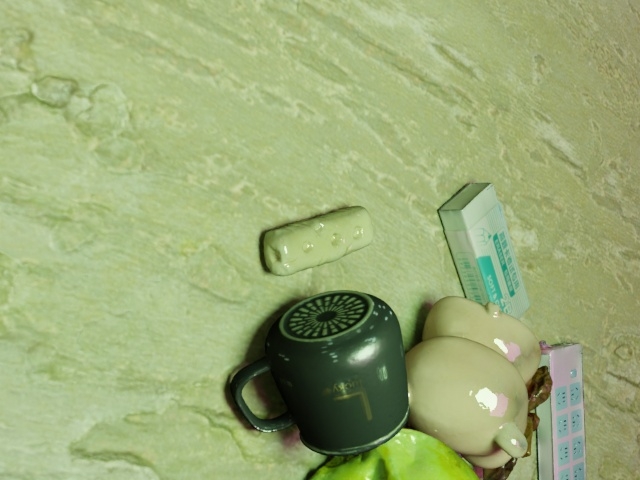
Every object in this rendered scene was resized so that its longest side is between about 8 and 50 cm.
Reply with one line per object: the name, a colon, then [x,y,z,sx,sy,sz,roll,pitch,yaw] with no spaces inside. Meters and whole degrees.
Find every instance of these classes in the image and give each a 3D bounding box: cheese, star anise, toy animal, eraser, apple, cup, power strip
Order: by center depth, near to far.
cup: [0.002,0.174,1.462,0.223,0.169,0.176,-22,118,-10]
apple: [0.107,0.364,1.505,0.246,0.226,0.246,-10,103,-45]
cheese: [0.000,0.000,1.528,0.194,0.043,0.065,-20,110,-49]
toy animal: [0.209,0.192,1.641,0.229,0.210,0.221,73,40,-71]
eraser: [0.253,0.032,1.804,0.095,0.052,0.225,-39,118,-39]
star anise: [0.289,0.258,1.814,0.196,0.111,0.212,-14,94,-55]
power strip: [0.405,0.305,1.985,0.109,0.037,0.279,-6,94,-48]
